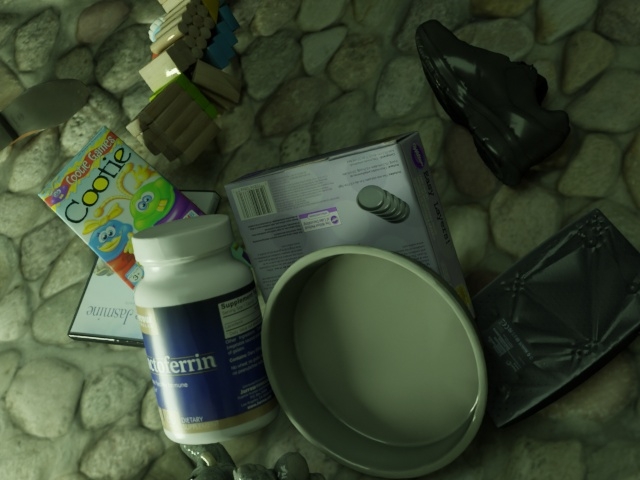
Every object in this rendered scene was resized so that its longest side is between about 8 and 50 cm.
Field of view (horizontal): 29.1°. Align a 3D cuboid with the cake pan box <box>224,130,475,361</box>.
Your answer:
[{"bbox_3d":[0.029,0.015,1.495,0.266,0.070,0.246,-14,100,31],"label":"cake pan box"}]

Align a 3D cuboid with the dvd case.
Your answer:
[{"bbox_3d":[-0.261,0.037,1.819,0.180,0.022,0.253,3,64,31],"label":"dvd case"}]

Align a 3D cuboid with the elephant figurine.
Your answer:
[{"bbox_3d":[-0.114,0.336,1.493,0.239,0.186,0.169,-6,102,39],"label":"elephant figurine"}]

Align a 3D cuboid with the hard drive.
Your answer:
[{"bbox_3d":[0.276,0.096,1.457,0.254,0.054,0.172,-39,51,5],"label":"hard drive"}]

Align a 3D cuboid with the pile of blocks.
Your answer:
[{"bbox_3d":[-0.209,-0.269,1.919,0.112,0.149,0.362,-23,49,49],"label":"pile of blocks"}]

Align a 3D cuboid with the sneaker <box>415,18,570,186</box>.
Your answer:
[{"bbox_3d":[0.228,-0.201,1.646,0.130,0.109,0.286,-33,60,1],"label":"sneaker"}]

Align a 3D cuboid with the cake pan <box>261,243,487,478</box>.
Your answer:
[{"bbox_3d":[0.067,0.137,1.446,0.293,0.293,0.054,1,19,30],"label":"cake pan"}]

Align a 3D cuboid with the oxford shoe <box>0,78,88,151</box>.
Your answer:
[{"bbox_3d":[-0.488,-0.215,2.074,0.212,0.076,0.076,-26,12,1],"label":"oxford shoe"}]

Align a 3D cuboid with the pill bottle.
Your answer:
[{"bbox_3d":[-0.148,0.108,1.546,0.153,0.153,0.265,-7,100,26],"label":"pill bottle"}]

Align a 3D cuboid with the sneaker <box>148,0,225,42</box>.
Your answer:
[{"bbox_3d":[-0.199,-0.360,2.011,0.162,0.063,0.073,-40,69,7],"label":"sneaker"}]

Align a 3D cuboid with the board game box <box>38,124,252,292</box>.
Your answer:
[{"bbox_3d":[-0.247,-0.018,1.735,0.142,0.144,0.275,-48,51,-5],"label":"board game box"}]
